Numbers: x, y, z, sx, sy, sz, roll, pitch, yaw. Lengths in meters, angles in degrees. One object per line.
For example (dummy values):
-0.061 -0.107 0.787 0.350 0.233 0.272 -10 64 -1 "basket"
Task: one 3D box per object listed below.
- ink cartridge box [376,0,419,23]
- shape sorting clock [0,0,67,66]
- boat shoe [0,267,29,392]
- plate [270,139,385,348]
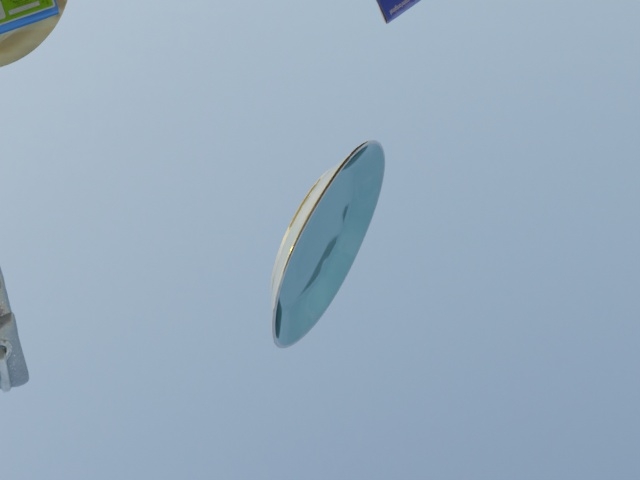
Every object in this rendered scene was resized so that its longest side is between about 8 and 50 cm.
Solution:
0.021 -0.375 1.494 0.065 0.311 0.186 -23 -167 43 "ink cartridge box"
-0.356 -0.275 1.518 0.206 0.206 0.040 -17 -158 -17 "shape sorting clock"
-0.202 -0.079 0.773 0.103 0.320 0.118 0 177 -17 "boat shoe"
0.000 0.000 1.230 0.024 0.188 0.188 26 -134 16 "plate"
